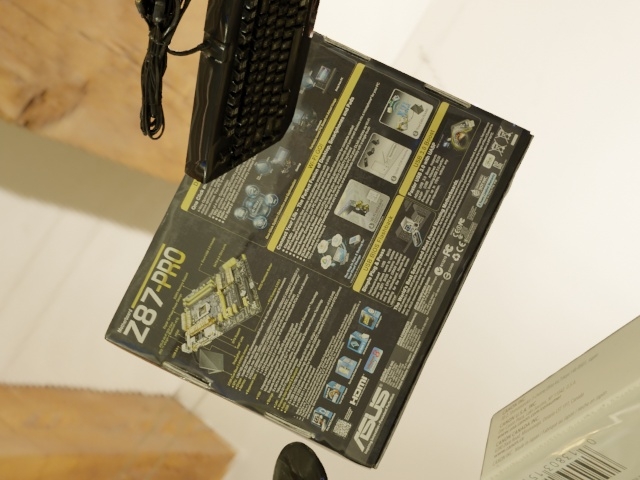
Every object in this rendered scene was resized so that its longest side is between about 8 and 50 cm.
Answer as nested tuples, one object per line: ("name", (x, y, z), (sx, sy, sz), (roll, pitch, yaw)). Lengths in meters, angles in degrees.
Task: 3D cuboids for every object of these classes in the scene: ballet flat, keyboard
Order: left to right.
("keyboard", (-0.073, -0.164, 1.240), (0.201, 0.033, 0.317), (-28, -31, -31))
("ballet flat", (-0.011, 0.276, 1.459), (0.057, 0.173, 0.049), (-13, -34, -2))

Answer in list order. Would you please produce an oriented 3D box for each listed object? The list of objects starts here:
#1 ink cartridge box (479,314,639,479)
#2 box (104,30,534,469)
("ink cartridge box", (0.284, 0.129, 0.893), (0.296, 0.261, 0.066), (-43, 22, 47))
("box", (0.000, 0.000, 1.586), (0.097, 0.318, 0.395), (91, -156, -82))
